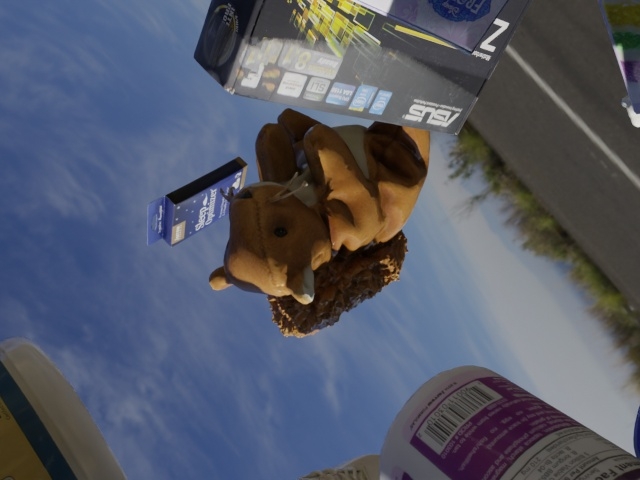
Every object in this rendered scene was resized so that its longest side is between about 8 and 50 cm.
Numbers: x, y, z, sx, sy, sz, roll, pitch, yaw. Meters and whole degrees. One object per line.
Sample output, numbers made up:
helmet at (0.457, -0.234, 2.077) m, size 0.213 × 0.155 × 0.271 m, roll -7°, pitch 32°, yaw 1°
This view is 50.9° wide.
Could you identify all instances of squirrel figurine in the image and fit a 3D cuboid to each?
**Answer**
squirrel figurine at (0.000, 0.000, 1.095) m, size 0.370 × 0.281 × 0.397 m, roll -52°, pitch -40°, yaw -45°

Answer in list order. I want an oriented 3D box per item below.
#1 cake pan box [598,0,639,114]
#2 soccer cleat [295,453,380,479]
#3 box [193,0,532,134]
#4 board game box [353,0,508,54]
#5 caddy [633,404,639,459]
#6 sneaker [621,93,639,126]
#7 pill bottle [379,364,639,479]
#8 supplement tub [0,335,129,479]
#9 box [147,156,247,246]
cake pan box at (0.334, -0.218, 0.470) m, size 0.246 × 0.266 × 0.070 m, roll 47°, pitch -132°, yaw -42°
soccer cleat at (0.023, 0.426, 1.104) m, size 0.116 × 0.143 × 0.331 m, roll 25°, pitch -147°, yaw 35°
box at (0.086, -0.298, 0.765) m, size 0.394 × 0.318 × 0.097 m, roll 2°, pitch -144°, yaw -42°
board game box at (0.083, -0.317, 0.456) m, size 0.318 × 0.318 × 0.066 m, roll 8°, pitch -143°, yaw -40°
caddy at (0.439, 0.171, 0.578) m, size 0.179 × 0.341 × 0.241 m, roll 39°, pitch -168°, yaw -51°
sneaker at (0.520, -0.215, 0.963) m, size 0.292 × 0.118 × 0.110 m, roll -11°, pitch -111°, yaw -47°
pill bottle at (0.198, 0.238, 0.552) m, size 0.169 × 0.169 × 0.301 m, roll 42°, pitch 173°, yaw -36°
supplement tub at (-0.216, 0.160, 0.362) m, size 0.144 × 0.199 × 0.144 m, roll 38°, pitch 146°, yaw 32°
box at (-0.247, -0.070, 1.354) m, size 0.225 × 0.136 × 0.036 m, roll -33°, pitch -113°, yaw -33°
